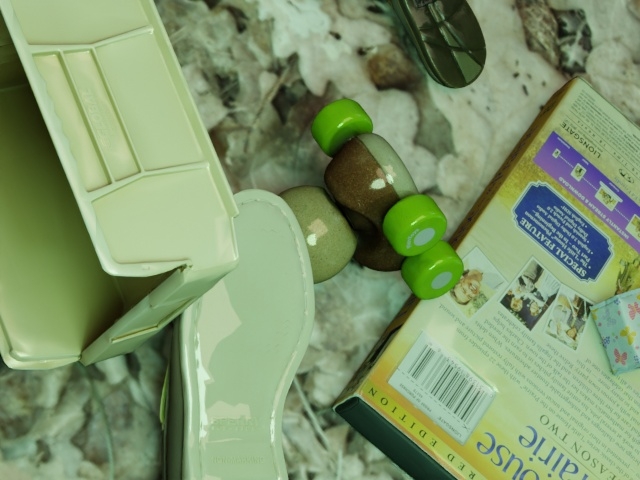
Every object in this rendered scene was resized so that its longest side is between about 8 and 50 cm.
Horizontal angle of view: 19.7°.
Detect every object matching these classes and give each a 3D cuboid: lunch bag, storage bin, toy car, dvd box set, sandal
[{"bbox_3d":[0.296,0.077,1.670,0.083,0.053,0.071,-10,78,-37],"label":"lunch bag"},{"bbox_3d":[-0.197,-0.050,1.449,0.123,0.262,0.260,-17,79,-30],"label":"storage bin"},{"bbox_3d":[0.000,0.000,1.601,0.188,0.149,0.155,-32,56,-4],"label":"toy car"},{"bbox_3d":[0.241,0.091,1.706,0.308,0.062,0.420,40,61,-7],"label":"dvd box set"},{"bbox_3d":[0.097,-0.250,1.770,0.090,0.060,0.219,-25,97,-23],"label":"sandal"}]

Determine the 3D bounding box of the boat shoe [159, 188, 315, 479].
[{"bbox_3d":[-0.076,0.121,1.509,0.117,0.097,0.324,7,78,-25],"label":"boat shoe"}]
